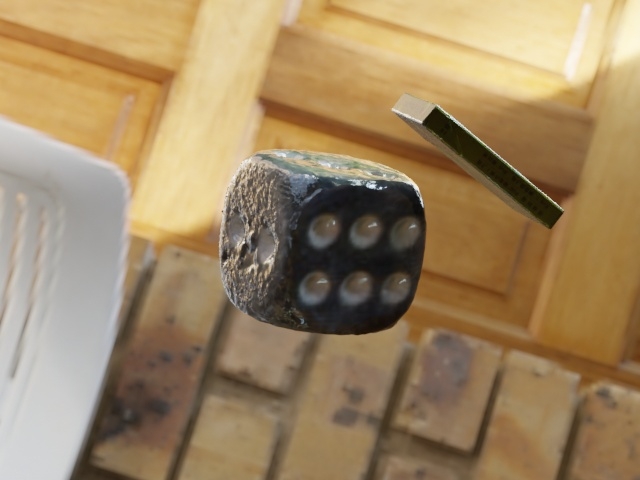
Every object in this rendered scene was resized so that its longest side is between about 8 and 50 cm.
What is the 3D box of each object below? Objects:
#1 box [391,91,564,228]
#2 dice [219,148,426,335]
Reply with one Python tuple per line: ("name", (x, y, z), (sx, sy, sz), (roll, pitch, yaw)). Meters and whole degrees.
("box", (0.173, -0.090, 1.693), (0.030, 0.193, 0.121), (-53, -163, 1))
("dice", (0.000, 0.000, 1.703), (0.183, 0.182, 0.181), (28, -66, 60))
